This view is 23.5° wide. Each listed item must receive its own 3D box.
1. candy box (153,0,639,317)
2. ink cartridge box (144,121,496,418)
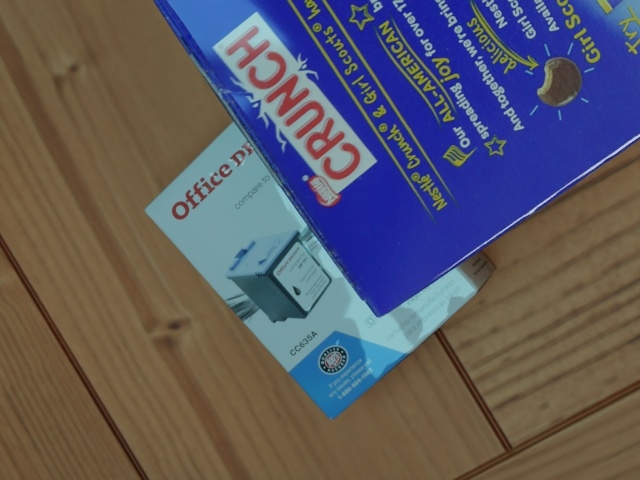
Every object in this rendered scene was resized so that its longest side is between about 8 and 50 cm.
[{"bbox_3d":[0.079,-0.158,0.889,0.317,0.122,0.268,-34,104,-1],"label":"candy box"},{"bbox_3d":[0.000,0.000,1.028,0.139,0.082,0.191,-43,88,17],"label":"ink cartridge box"}]
